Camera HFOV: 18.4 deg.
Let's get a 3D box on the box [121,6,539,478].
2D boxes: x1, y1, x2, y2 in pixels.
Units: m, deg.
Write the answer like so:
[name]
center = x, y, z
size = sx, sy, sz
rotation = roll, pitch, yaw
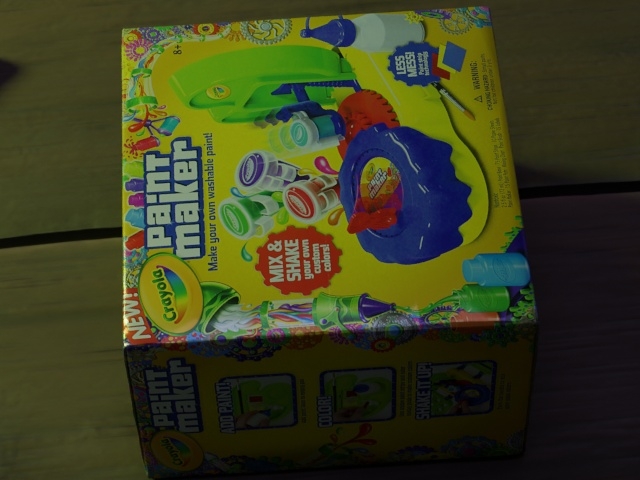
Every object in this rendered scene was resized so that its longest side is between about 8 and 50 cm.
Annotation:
[box]
center = 0.000, 0.000, 1.444
size = 0.279, 0.177, 0.290
rotation = -4, 53, -1
